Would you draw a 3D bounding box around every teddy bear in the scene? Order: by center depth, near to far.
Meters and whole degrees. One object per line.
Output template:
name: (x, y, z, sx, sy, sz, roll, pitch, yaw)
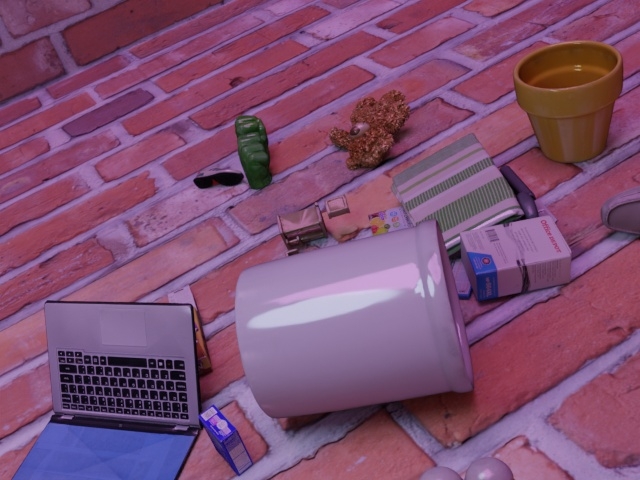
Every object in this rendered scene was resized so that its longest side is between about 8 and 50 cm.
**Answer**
teddy bear: (0.147, -0.346, 2.273, 0.245, 0.113, 0.338, 6, 42, 33)

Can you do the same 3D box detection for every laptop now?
laptop: (-0.459, 0.343, 1.552, 0.382, 0.408, 0.236, -1, 6, 22)

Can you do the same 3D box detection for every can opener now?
can opener: (0.473, -0.107, 1.841, 0.074, 0.093, 0.280, -20, 31, 0)

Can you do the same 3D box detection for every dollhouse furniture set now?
dollhouse furniture set: (0.000, 0.000, 1.934, 0.182, 0.101, 0.161, -16, 61, 3)

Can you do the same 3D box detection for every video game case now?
video game case: (0.265, 0.082, 1.743, 0.166, 0.015, 0.119, 2, 41, 26)

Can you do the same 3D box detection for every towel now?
towel: (0.315, -0.106, 1.845, 0.248, 0.038, 0.325, -30, 39, 9)

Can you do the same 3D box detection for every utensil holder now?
utensil holder: (0.069, 0.155, 1.479, 0.385, 0.327, 0.327, -12, 37, 12)

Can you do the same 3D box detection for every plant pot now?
plant pot: (0.624, -0.336, 1.938, 0.254, 0.239, 0.254, -12, 37, 10)

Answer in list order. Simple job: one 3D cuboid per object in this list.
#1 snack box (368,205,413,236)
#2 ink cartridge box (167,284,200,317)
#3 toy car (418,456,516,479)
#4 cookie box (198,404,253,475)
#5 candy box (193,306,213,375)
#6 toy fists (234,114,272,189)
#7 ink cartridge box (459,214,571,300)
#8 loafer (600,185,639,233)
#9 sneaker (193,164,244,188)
snack box: (0.195, -0.041, 1.915, 0.141, 0.037, 0.100, -15, 38, 4)
ink cartridge box: (-0.335, 0.161, 1.896, 0.063, 0.029, 0.115, -23, 35, -5)
toy car: (0.237, 0.422, 1.227, 0.182, 0.159, 0.136, -14, 2, 8)
cookie box: (-0.180, 0.379, 1.475, 0.040, 0.107, 0.092, -34, 39, -21)
candy box: (-0.316, 0.240, 1.764, 0.109, 0.053, 0.186, -21, 37, -5)
toy fists: (-0.198, -0.279, 2.311, 0.096, 0.142, 0.279, -16, 37, 3)
ink cartridge box: (0.416, 0.036, 1.664, 0.203, 0.086, 0.148, -10, 38, 2)
loafer: (0.758, -0.058, 1.626, 0.319, 0.112, 0.111, -6, 30, 16)
sneaker: (-0.301, -0.202, 2.327, 0.161, 0.057, 0.075, -6, 43, 21)
